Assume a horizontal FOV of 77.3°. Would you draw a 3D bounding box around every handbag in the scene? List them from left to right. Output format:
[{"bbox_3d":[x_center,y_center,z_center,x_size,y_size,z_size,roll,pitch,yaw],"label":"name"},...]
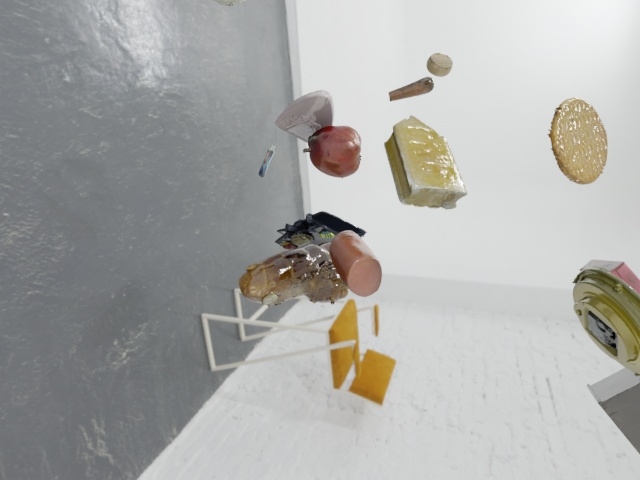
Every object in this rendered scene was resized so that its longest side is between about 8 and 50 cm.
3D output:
[{"bbox_3d":[0.000,0.000,1.786,0.330,0.304,0.121,26,57,-39],"label":"handbag"}]

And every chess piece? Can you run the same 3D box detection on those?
[{"bbox_3d":[0.385,-0.568,1.294,0.038,0.084,0.083,107,-2,-61],"label":"chess piece"}]

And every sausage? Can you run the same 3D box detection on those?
[{"bbox_3d":[0.087,0.051,1.073,0.259,0.114,0.113,-119,-157,-70],"label":"sausage"}]

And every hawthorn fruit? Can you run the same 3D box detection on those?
[{"bbox_3d":[0.041,-0.304,1.372,0.185,0.203,0.184,-178,-90,-81],"label":"hawthorn fruit"}]

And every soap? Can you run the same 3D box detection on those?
[{"bbox_3d":[0.258,-0.205,1.028,0.080,0.161,0.257,120,-32,-52],"label":"soap"}]

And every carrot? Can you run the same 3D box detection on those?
[{"bbox_3d":[0.322,-0.535,1.425,0.055,0.162,0.055,-15,90,-80],"label":"carrot"}]

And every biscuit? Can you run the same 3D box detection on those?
[{"bbox_3d":[0.744,-0.284,1.154,0.254,0.035,0.253,2,85,-26],"label":"biscuit"}]

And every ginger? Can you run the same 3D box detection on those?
[{"bbox_3d":[-0.058,0.131,1.345,0.419,0.254,0.176,-13,136,-36],"label":"ginger"}]

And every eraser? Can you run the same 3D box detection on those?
[{"bbox_3d":[-0.034,-0.429,1.401,0.243,0.205,0.059,-40,-151,58],"label":"eraser"}]

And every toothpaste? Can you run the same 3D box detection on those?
[{"bbox_3d":[-0.133,-0.197,0.997,0.019,0.027,0.083,20,99,-42],"label":"toothpaste"}]

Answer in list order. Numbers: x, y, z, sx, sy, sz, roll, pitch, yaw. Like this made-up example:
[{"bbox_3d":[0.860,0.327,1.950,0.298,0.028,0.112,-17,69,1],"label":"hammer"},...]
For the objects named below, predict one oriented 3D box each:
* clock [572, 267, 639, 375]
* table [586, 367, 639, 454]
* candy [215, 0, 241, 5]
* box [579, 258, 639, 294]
[{"bbox_3d":[0.570,0.167,0.786,0.236,0.057,0.237,63,3,-5],"label":"clock"},{"bbox_3d":[0.795,0.391,0.952,0.169,0.193,0.173,56,19,18],"label":"table"},{"bbox_3d":[-0.206,-0.747,1.005,0.295,0.185,0.295,-43,157,-23],"label":"candy"},{"bbox_3d":[0.869,0.115,1.197,0.111,0.060,0.156,50,0,0],"label":"box"}]
